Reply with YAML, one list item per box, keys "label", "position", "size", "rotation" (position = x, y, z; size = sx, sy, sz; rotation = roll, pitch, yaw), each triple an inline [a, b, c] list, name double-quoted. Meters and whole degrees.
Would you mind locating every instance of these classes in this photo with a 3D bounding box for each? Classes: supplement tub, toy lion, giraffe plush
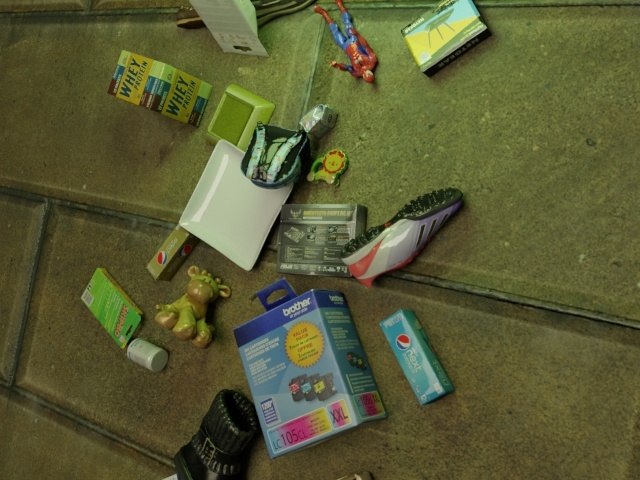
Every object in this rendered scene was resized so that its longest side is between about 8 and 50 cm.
- label: "supplement tub"
  position: [-0.507, 0.335, 1.977]
  size: [0.107, 0.071, 0.071]
  rotation: [18, 93, 32]
- label: "toy lion"
  position: [0.022, -0.190, 1.747]
  size: [0.100, 0.034, 0.096]
  rotation: [11, 82, 33]
- label: "giraffe plush"
  position: [-0.341, 0.173, 1.865]
  size: [0.170, 0.181, 0.210]
  rotation: [-56, 25, 2]

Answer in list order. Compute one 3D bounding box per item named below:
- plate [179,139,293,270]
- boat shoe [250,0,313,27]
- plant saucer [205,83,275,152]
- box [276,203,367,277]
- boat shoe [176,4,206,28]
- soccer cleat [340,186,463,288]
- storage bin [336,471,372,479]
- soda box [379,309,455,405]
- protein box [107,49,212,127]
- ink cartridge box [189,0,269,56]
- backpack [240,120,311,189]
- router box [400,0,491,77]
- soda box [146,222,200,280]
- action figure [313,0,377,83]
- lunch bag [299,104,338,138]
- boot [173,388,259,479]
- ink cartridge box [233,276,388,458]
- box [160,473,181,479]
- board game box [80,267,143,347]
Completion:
- label: "plate"
  position: [-0.228, -0.099, 1.864]
  size: [0.277, 0.045, 0.278]
  rotation: [32, 100, 24]
- label: "boat shoe"
  position: [-0.125, -0.692, 1.844]
  size: [0.355, 0.130, 0.132]
  rotation: [-22, 72, 28]
- label: "plant saucer"
  position: [-0.242, -0.338, 1.919]
  size: [0.188, 0.045, 0.188]
  rotation: [32, 100, 31]
- label: "box"
  position: [0.000, 0.000, 1.717]
  size: [0.231, 0.056, 0.183]
  rotation: [1, 83, 32]
- label: "boat shoe"
  position: [-0.352, -0.677, 2.017]
  size: [0.207, 0.073, 0.073]
  rotation: [11, 91, 32]
- label: "soccer cleat"
  position: [0.204, -0.008, 1.579]
  size: [0.318, 0.109, 0.116]
  rotation: [-32, 107, 11]
- label: "storage bin"
  position: [0.050, 0.712, 1.550]
  size: [0.260, 0.123, 0.262]
  rotation: [-40, 65, 22]
- label: "soda box"
  position: [0.219, 0.263, 1.536]
  size: [0.067, 0.071, 0.210]
  rotation: [-35, 67, 22]
- label: "protein box"
  position: [-0.469, -0.444, 1.981]
  size: [0.199, 0.201, 0.136]
  rotation: [24, 97, 32]
- label: "ink cartridge box"
  position: [-0.246, -0.610, 1.871]
  size: [0.181, 0.225, 0.056]
  rotation: [16, 71, 32]
- label: "backpack"
  position: [-0.118, -0.202, 1.736]
  size: [0.158, 0.117, 0.173]
  rotation: [13, 63, 15]
- label: "router box"
  position: [0.297, -0.496, 1.606]
  size: [0.179, 0.046, 0.133]
  rotation: [-32, 68, 24]
- label: "soda box"
  position: [-0.427, 0.034, 1.973]
  size: [0.181, 0.061, 0.058]
  rotation: [-50, 62, 16]
- label: "action figure"
  position: [0.054, -0.517, 1.712]
  size: [0.091, 0.139, 0.280]
  rotation: [-36, 69, 24]
- label: "lunch bag"
  position: [0.000, -0.311, 1.750]
  size: [0.083, 0.071, 0.053]
  rotation: [-43, 66, 19]
- label: "boot"
  position: [-0.224, 0.585, 1.732]
  size: [0.348, 0.131, 0.260]
  rotation: [47, 108, 28]
- label: "ink cartridge box"
  position: [-0.043, 0.293, 1.653]
  size: [0.270, 0.151, 0.396]
  rotation: [-29, 68, 25]
- label: "box"
  position: [-0.425, 0.710, 1.901]
  size: [0.136, 0.028, 0.081]
  rotation: [-30, 69, 27]
- label: "board game box"
  position: [-0.646, 0.210, 2.101]
  size: [0.259, 0.039, 0.124]
  rotation: [41, 106, 32]
